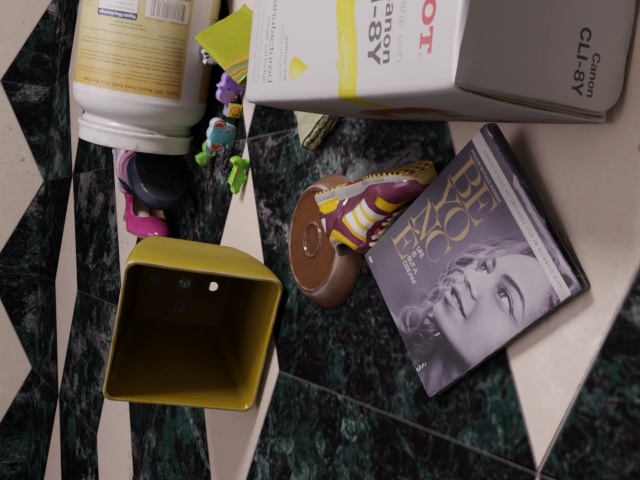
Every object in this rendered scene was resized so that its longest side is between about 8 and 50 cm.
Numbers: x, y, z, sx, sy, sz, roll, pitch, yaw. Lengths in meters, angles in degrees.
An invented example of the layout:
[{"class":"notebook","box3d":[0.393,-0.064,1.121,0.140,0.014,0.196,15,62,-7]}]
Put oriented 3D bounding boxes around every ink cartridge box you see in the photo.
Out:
[{"class":"ink cartridge box","box3d":[0.085,-0.255,0.725,0.384,0.160,0.279,16,101,61]}]

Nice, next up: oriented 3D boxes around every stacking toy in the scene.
[{"class":"stacking toy","box3d":[-0.153,-0.203,1.273,0.167,0.052,0.221,38,121,57]}]

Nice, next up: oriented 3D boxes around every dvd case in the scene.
[{"class":"dvd case","box3d":[0.128,0.026,0.735,0.221,0.018,0.165,-50,55,47]}]

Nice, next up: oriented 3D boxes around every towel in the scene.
[{"class":"towel","box3d":[-0.110,-0.287,1.163,0.237,0.102,0.021,50,168,52]},{"class":"towel","box3d":[0.003,-0.195,1.010,0.148,0.027,0.110,-52,43,46]}]

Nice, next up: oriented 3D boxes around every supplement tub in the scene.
[{"class":"supplement tub","box3d":[-0.296,-0.318,1.364,0.228,0.228,0.316,30,113,59]}]

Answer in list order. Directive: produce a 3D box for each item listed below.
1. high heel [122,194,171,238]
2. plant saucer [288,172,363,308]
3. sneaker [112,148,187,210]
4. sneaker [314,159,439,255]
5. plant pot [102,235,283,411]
[{"class":"high heel","box3d":[-0.336,-0.072,1.582,0.244,0.082,0.117,34,111,65]},{"class":"plant saucer","box3d":[0.000,0.000,0.993,0.168,0.029,0.168,-11,77,60]},{"class":"sneaker","box3d":[-0.333,-0.120,1.526,0.131,0.112,0.319,-59,29,21]},{"class":"sneaker","box3d":[0.066,-0.029,0.847,0.185,0.069,0.084,-12,94,59]},{"class":"plant pot","box3d":[-0.191,0.101,1.171,0.187,0.212,0.212,-117,39,-64]}]
